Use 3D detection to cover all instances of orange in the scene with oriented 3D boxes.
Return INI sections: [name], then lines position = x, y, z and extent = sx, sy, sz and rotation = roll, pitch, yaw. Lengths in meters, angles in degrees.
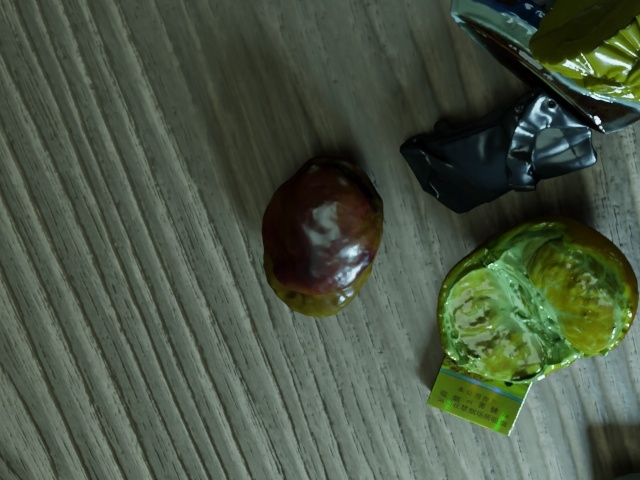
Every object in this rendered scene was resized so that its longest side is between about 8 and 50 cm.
[orange]
position = 0.260, 0.063, 1.387
extent = 0.237, 0.158, 0.179
rotation = -30, 102, 30

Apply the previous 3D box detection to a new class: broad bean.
[broad bean]
position = -0.003, 0.000, 1.472
extent = 0.156, 0.122, 0.228
rotation = 25, 122, 2

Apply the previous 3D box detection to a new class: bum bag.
[bum bag]
position = 0.202, -0.099, 1.347
extent = 0.123, 0.060, 0.248
rotation = 48, 148, -16

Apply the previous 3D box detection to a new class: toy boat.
[toy boat]
position = 0.265, -0.219, 1.257
extent = 0.262, 0.114, 0.115
rotation = 38, 90, -5

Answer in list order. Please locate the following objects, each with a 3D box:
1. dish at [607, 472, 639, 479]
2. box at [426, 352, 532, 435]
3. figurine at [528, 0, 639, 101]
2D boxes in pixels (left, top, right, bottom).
[dish]
position = 0.461, 0.403, 1.574
extent = 0.154, 0.064, 0.234
rotation = -1, 118, 21
[box]
position = 0.226, 0.163, 1.540
extent = 0.121, 0.030, 0.193
rotation = 20, 125, 8
[figurine]
position = 0.383, -0.142, 1.167
extent = 0.187, 0.168, 0.315
rotation = -46, 113, 6
